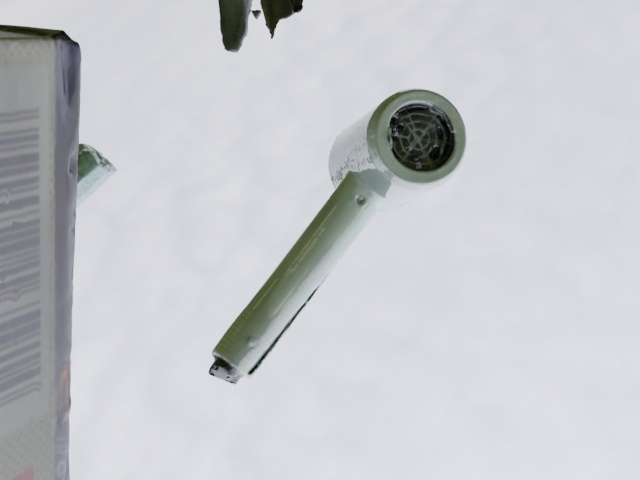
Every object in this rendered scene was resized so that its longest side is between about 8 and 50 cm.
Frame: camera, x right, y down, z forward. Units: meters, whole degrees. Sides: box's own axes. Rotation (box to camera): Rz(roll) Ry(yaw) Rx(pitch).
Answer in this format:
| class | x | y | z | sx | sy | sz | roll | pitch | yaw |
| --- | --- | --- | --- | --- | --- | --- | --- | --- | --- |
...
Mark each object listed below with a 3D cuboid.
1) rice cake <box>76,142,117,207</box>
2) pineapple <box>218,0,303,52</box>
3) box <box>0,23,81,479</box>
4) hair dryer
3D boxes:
| class | x | y | z | sx | sy | sz | roll | pitch | yaw |
| --- | --- | --- | --- | --- | --- | --- | --- | --- | --- |
| rice cake | -0.292 | 0.001 | 1.061 | 0.245 | 0.042 | 0.045 | -41 | 168 | 12 |
| pineapple | -0.057 | -0.293 | 0.638 | 0.165 | 0.365 | 0.165 | -11 | -167 | 3 |
| box | -0.195 | 0.070 | 0.417 | 0.198 | 0.310 | 0.084 | 9 | -166 | 21 |
| hair dryer | 0.000 | 0.000 | 0.776 | 0.236 | 0.073 | 0.131 | -49 | -175 | -10 |
